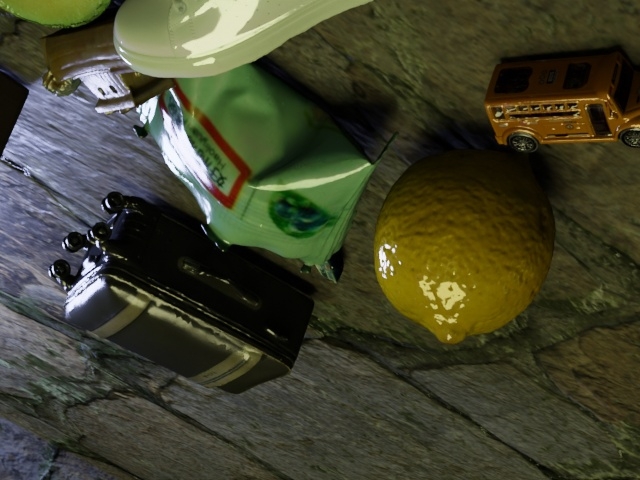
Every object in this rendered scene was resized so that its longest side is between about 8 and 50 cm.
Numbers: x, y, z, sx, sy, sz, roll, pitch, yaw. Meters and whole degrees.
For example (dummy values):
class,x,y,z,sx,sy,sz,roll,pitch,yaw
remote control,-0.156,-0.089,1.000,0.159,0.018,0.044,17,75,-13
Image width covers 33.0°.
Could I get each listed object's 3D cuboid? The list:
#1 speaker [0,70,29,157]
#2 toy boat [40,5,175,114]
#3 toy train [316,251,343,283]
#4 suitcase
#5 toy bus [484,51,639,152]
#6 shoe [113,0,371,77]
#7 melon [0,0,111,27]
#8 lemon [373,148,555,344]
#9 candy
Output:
class,x,y,z,sx,sy,sz,roll,pitch,yaw
speaker,-0.572,-0.195,1.548,0.153,0.192,0.231,-15,141,44
toy boat,-0.244,-0.217,1.318,0.321,0.089,0.121,6,122,51
toy train,0.000,0.000,1.682,0.047,0.043,0.207,9,150,22
suitcase,-0.234,0.108,1.857,0.434,0.194,0.283,29,150,-20
toy bus,0.286,-0.157,1.202,0.194,0.083,0.088,0,145,32
shoe,-0.075,-0.282,1.069,0.363,0.132,0.160,-18,145,17
melon,-0.318,-0.320,1.292,0.209,0.064,0.118,13,138,15
lemon,0.178,0.007,1.375,0.228,0.253,0.228,27,158,12
candy,-0.110,-0.146,1.422,0.398,0.172,0.263,40,139,4
